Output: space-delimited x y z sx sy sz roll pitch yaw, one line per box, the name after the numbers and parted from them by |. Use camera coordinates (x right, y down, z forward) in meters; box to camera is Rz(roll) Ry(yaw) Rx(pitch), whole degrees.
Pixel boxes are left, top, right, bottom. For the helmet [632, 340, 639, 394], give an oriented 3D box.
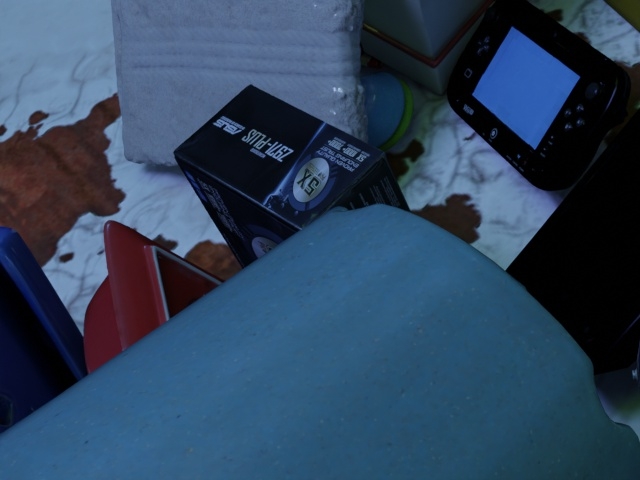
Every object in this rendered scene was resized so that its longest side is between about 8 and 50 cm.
0.251 0.082 0.696 0.169 0.161 0.169 -27 39 25 | helmet

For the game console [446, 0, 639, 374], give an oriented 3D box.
0.176 -0.065 0.933 0.213 0.044 0.361 -52 32 12 | game console

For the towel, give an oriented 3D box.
-0.069 -0.144 1.077 0.282 0.187 0.049 11 19 42 | towel

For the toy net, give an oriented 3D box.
-0.021 -0.116 1.137 0.232 0.045 0.122 35 101 47 | toy net

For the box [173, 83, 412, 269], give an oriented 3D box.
0.000 0.000 0.912 0.077 0.180 0.147 -44 46 -16 | box

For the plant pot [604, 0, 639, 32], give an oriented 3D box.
0.318 -0.269 0.985 0.212 0.187 0.212 -30 43 0 | plant pot

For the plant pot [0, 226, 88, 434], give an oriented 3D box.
-0.294 0.117 0.933 0.236 0.236 0.212 2 45 29 | plant pot

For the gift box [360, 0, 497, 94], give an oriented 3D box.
0.063 -0.314 1.107 0.255 0.258 0.276 -44 60 -12 | gift box

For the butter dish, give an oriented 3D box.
-0.113 0.091 0.934 0.118 0.160 0.160 -43 39 20 | butter dish

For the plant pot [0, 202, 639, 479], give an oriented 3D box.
-0.028 0.175 0.684 0.334 0.341 0.341 -39 43 -22 | plant pot
